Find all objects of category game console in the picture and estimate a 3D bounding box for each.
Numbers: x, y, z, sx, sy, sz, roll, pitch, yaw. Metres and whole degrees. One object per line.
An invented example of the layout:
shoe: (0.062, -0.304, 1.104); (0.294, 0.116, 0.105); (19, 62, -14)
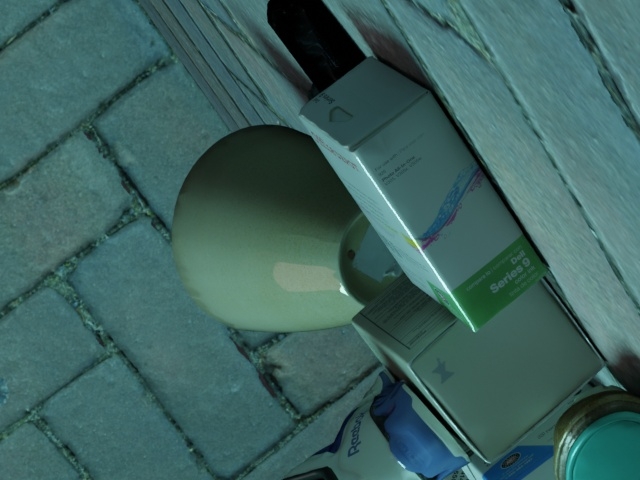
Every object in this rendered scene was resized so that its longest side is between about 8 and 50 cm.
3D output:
game console: (0.022, -0.142, 1.900); (0.213, 0.044, 0.361); (54, 175, 2)

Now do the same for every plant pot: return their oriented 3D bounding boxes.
plant pot: (0.000, 0.000, 2.178); (0.256, 0.256, 0.274); (54, 160, -24)

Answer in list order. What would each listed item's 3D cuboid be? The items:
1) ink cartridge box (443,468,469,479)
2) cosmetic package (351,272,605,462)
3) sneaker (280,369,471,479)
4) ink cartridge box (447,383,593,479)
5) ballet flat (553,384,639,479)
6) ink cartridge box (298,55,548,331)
ink cartridge box: (0.204, 0.348, 2.068); (0.278, 0.201, 0.117); (-1, 141, 30)
cosmetic package: (0.146, 0.098, 1.820); (0.129, 0.153, 0.296); (51, 177, -9)
sneaker: (0.036, 0.230, 1.863); (0.127, 0.182, 0.315); (52, 176, 5)
ink cartridge box: (0.222, 0.207, 1.897); (0.086, 0.148, 0.203); (54, 175, -20)
ballet flat: (0.282, 0.208, 1.707); (0.342, 0.116, 0.124); (51, -163, -45)
ink cartridge box: (0.088, -0.044, 1.645); (0.212, 0.093, 0.154); (53, 175, -24)
